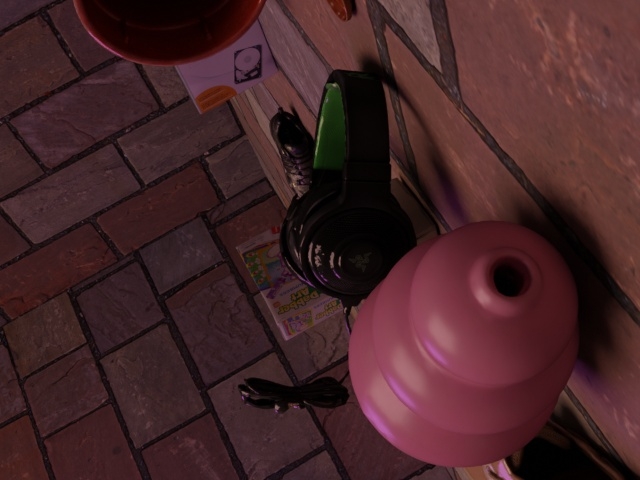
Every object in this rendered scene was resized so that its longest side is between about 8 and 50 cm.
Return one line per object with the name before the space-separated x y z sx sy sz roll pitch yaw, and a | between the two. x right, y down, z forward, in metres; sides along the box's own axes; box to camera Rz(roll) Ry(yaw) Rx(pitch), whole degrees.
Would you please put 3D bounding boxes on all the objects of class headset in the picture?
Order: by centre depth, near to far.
headset | 0.000 0.000 1.105 0.243 0.185 0.394 -168 79 -80

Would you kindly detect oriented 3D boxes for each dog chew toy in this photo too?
dog chew toy | 0.132 0.084 0.841 0.206 0.207 0.332 59 167 18

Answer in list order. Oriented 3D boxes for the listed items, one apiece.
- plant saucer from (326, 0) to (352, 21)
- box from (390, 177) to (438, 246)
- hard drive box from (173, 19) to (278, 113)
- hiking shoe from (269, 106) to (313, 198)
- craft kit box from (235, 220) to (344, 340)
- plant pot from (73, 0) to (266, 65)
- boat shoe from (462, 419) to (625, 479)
plant saucer | 0.013 -0.274 1.019 0.083 0.013 0.083 59 176 6
box | 0.121 0.046 1.345 0.113 0.094 0.275 56 175 39
hard drive box | -0.204 -0.378 1.805 0.089 0.181 0.232 57 176 35
hiking shoe | -0.046 -0.168 1.988 0.226 0.086 0.114 61 179 1
craft kit box | -0.005 0.038 1.776 0.246 0.250 0.061 56 172 46
plant pot | -0.235 -0.438 1.361 0.272 0.272 0.265 65 -179 -51
boat shoe | 0.251 0.247 1.080 0.341 0.122 0.110 27 143 64
